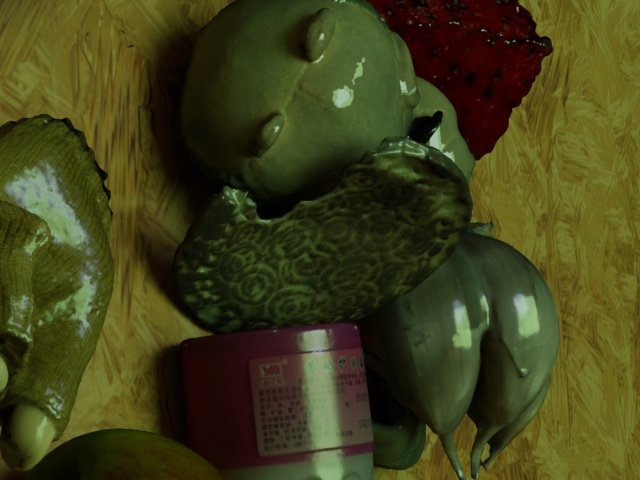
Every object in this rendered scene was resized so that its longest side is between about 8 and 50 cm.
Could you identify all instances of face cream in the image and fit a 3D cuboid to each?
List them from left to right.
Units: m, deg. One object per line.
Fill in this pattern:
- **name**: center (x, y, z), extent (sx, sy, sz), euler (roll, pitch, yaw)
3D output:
- **face cream**: center (-0.039, 0.180, 1.838), extent (0.175, 0.175, 0.194), euler (1, 81, -60)

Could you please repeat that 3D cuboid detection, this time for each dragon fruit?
- **dragon fruit**: center (0.038, -0.236, 2.169), extent (0.329, 0.228, 0.286), euler (2, 47, -34)

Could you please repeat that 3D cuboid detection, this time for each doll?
- **doll**: center (0.016, -0.111, 1.948), extent (0.349, 0.247, 0.247), euler (39, 50, -59)

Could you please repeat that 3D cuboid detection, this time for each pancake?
- **pancake**: center (0.000, 0.000, 1.866), extent (0.286, 0.288, 0.033), euler (23, 33, -40)

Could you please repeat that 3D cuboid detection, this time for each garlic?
- **garlic**: center (0.144, 0.104, 2.089), extent (0.237, 0.210, 0.292), euler (108, -28, -63)

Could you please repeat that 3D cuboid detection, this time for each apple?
- **apple**: center (-0.161, 0.246, 1.595), extent (0.196, 0.196, 0.196), euler (22, 64, -57)

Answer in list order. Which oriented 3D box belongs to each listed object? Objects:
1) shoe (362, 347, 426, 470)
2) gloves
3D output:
- **shoe**: center (0.062, 0.175, 2.096), extent (0.251, 0.100, 0.103), euler (34, 56, -48)
- **gloves**: center (-0.254, 0.040, 1.511), extent (0.356, 0.155, 0.203), euler (-85, 162, -59)
